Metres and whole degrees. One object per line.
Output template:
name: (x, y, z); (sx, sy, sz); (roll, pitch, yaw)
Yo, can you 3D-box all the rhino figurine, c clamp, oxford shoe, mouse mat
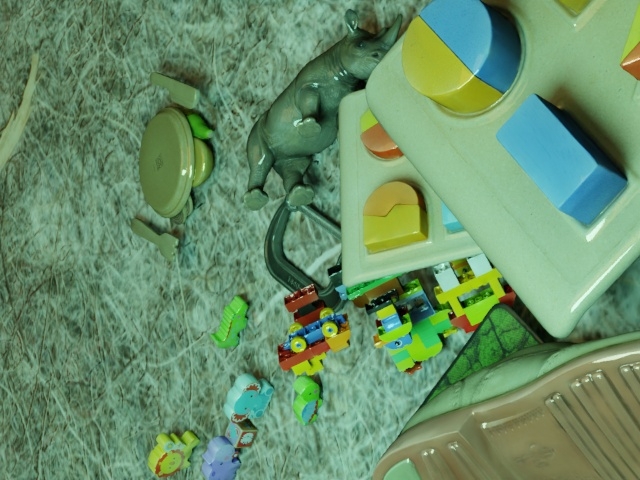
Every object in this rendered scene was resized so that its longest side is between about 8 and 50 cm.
rhino figurine: (0.005, -0.135, 1.640); (0.243, 0.073, 0.106); (-49, 29, 34)
c clamp: (0.000, 0.000, 1.682); (0.160, 0.022, 0.137); (29, 114, 46)
oxford shoe: (0.219, 0.115, 1.304); (0.397, 0.146, 0.140); (-18, 114, 33)
mouse mat: (0.155, 0.167, 1.463); (0.152, 0.007, 0.190); (47, 123, 25)

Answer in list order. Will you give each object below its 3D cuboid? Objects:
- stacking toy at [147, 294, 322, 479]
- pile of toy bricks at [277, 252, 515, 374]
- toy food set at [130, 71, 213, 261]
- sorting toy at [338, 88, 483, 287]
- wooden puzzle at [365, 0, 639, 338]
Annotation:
stacking toy: (-0.090, 0.192, 1.743); (0.167, 0.052, 0.221); (42, 117, 43)
pile of toy bricks: (0.072, 0.074, 1.522); (0.212, 0.105, 0.118); (-25, 25, 9)
toy food set: (-0.159, -0.084, 1.870); (0.132, 0.038, 0.192); (30, 115, 55)
sorting toy: (0.099, -0.070, 1.486); (0.208, 0.038, 0.193); (-17, 60, 29)
wooden puzzle: (0.197, -0.150, 1.337); (0.348, 0.080, 0.322); (-52, 50, 20)
